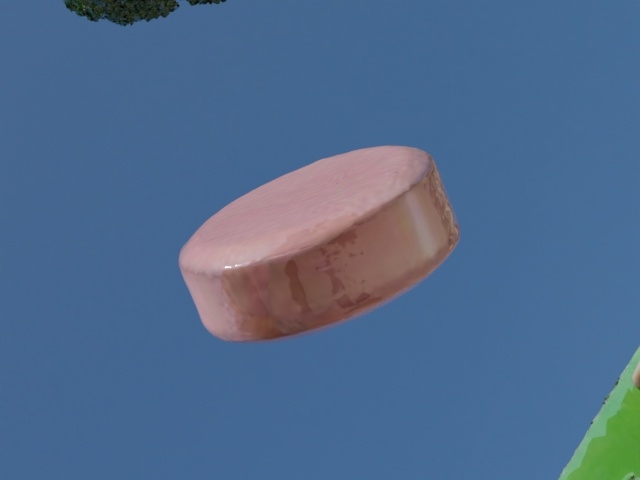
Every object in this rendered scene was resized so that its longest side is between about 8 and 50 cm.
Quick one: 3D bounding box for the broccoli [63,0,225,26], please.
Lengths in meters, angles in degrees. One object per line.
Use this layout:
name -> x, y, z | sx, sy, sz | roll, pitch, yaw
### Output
broccoli -> -0.112, -0.305, 1.421 | 0.265, 0.245, 0.294 | 37, -105, -47

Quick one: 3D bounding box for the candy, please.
candy -> 0.000, 0.000, 1.612 | 0.255, 0.255, 0.094 | -29, -74, -23

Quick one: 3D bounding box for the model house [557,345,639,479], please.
model house -> 0.326, 0.051, 0.838 | 0.313, 0.242, 0.358 | -3, -57, -49
